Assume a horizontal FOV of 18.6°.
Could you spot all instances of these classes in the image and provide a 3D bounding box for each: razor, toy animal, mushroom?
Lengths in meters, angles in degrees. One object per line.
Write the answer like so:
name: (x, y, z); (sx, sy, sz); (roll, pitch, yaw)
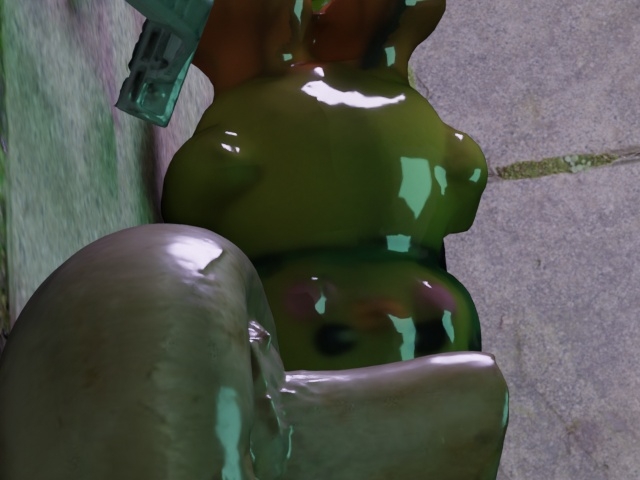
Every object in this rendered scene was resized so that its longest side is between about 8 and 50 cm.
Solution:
razor: (-0.103, -0.144, 1.035); (0.278, 0.056, 0.111); (42, 67, -74)
toy animal: (-0.001, 0.002, 1.283); (0.191, 0.216, 0.338); (135, -49, -63)
mushroom: (-0.027, 0.091, 0.819); (0.207, 0.215, 0.207); (173, -90, -88)

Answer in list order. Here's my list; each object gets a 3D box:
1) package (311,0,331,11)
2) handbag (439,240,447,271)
package: (-0.036, -0.271, 1.769); (0.168, 0.090, 0.226); (68, 12, -73)
handbag: (0.010, -0.015, 1.507); (0.169, 0.155, 0.215); (83, -14, -51)
